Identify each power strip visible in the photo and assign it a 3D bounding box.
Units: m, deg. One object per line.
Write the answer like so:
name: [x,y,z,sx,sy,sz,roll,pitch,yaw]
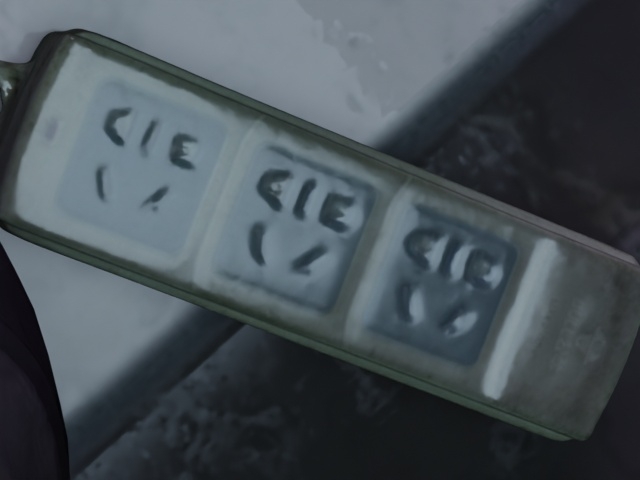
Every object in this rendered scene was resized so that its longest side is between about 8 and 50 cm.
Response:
power strip: [0.000,-0.001,0.666,0.272,0.052,0.078,22,90,-18]

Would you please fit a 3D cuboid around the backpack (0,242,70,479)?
backpack: [-0.225,0.157,0.512,0.363,0.255,0.446,10,107,-17]
